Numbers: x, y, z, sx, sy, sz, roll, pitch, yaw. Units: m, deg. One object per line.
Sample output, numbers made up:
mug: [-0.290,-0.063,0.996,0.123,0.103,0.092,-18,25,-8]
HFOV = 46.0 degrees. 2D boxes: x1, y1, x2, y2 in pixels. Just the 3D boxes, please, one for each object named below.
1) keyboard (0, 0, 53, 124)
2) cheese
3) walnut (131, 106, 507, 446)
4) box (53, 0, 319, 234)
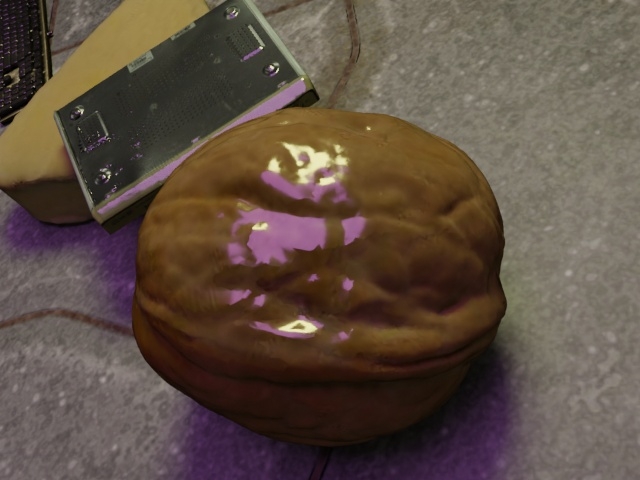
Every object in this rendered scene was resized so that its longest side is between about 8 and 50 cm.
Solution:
keyboard: [-0.482,-0.316,1.221,0.106,0.027,0.317,-26,52,6]
cheese: [-0.215,-0.200,0.982,0.384,0.104,0.383,-11,55,16]
walnut: [0.000,0.031,0.638,0.313,0.252,0.277,8,78,6]
box: [-0.157,-0.151,0.834,0.270,0.045,0.210,-31,55,2]
